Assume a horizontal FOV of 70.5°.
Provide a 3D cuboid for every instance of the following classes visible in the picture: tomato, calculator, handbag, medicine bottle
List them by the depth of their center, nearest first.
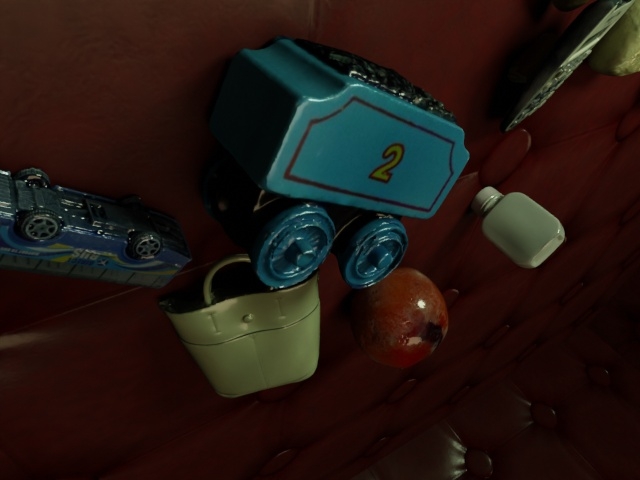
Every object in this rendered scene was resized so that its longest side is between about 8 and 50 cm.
[{"bbox_3d":[-0.113,0.119,0.728,0.241,0.109,0.316,-13,131,-7],"label":"handbag"},{"bbox_3d":[0.389,-0.279,0.735,0.177,0.040,0.268,-34,161,-34],"label":"calculator"},{"bbox_3d":[0.403,-0.036,0.948,0.119,0.183,0.069,-51,144,16],"label":"medicine bottle"},{"bbox_3d":[0.167,0.165,0.955,0.208,0.184,0.208,-24,143,-20],"label":"tomato"}]

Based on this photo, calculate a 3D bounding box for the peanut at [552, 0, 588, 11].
[{"bbox_3d":[0.360,-0.386,0.627,0.076,0.076,0.152,-38,149,-2],"label":"peanut"}]

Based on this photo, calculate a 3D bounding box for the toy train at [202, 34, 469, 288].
[{"bbox_3d":[0.022,-0.086,0.561,0.300,0.188,0.265,5,121,-43],"label":"toy train"}]

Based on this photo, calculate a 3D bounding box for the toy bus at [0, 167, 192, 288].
[{"bbox_3d":[-0.256,-0.004,0.486,0.236,0.079,0.094,17,119,-49],"label":"toy bus"}]

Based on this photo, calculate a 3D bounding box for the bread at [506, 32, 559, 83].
[{"bbox_3d":[0.347,-0.296,0.739,0.036,0.047,0.083,38,100,-23],"label":"bread"}]

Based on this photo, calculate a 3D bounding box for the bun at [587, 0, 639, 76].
[{"bbox_3d":[0.551,-0.368,0.795,0.188,0.111,0.164,-9,152,-39],"label":"bun"}]
